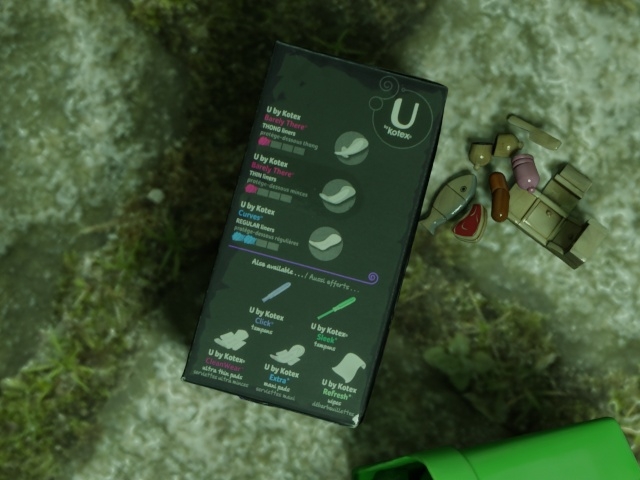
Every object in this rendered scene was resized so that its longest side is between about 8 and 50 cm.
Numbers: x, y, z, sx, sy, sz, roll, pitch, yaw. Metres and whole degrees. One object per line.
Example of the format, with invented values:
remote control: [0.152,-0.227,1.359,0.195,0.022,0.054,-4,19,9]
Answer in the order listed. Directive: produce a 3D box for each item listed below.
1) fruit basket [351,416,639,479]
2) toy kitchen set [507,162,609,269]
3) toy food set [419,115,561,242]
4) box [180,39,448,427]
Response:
fruit basket: [0.107,0.337,1.262,0.392,0.283,0.392,2,79,-12]
toy kitchen set: [0.198,-0.030,1.392,0.083,0.075,0.068,37,87,4]
toy food set: [0.140,-0.048,1.405,0.078,0.019,0.122,33,84,36]
box: [0.000,0.000,1.350,0.143,0.165,0.270,15,87,3]
